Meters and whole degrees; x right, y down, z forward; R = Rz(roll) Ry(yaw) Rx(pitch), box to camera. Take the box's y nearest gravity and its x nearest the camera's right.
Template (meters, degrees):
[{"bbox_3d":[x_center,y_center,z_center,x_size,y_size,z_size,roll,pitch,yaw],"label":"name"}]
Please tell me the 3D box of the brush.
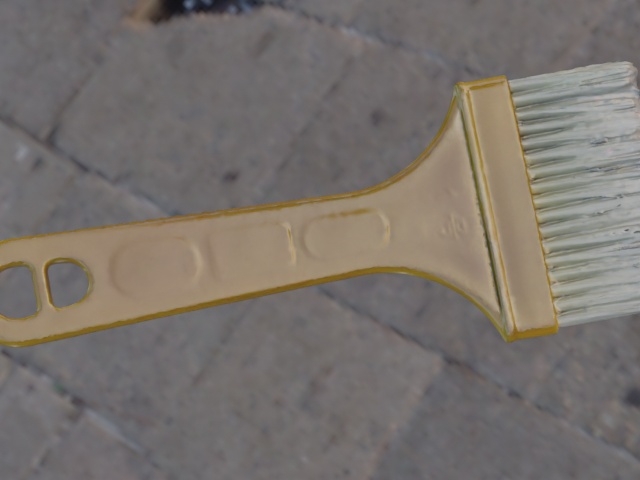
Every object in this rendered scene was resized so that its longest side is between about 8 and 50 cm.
[{"bbox_3d":[0.000,0.000,0.747,0.272,0.013,0.103,-10,81,-8],"label":"brush"}]
